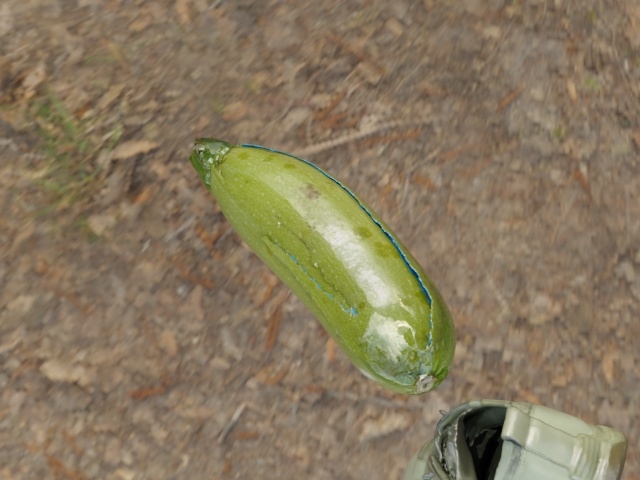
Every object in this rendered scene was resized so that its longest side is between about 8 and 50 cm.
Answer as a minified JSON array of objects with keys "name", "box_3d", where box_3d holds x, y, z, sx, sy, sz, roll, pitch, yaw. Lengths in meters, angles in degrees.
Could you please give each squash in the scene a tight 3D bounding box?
[{"name":"squash","box_3d":[0.000,0.000,1.093,0.094,0.341,0.094,-20,131,-24]}]

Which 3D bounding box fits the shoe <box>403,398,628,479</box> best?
[{"name":"shoe","box_3d":[0.124,0.175,1.130,0.098,0.103,0.275,30,154,-14]}]
